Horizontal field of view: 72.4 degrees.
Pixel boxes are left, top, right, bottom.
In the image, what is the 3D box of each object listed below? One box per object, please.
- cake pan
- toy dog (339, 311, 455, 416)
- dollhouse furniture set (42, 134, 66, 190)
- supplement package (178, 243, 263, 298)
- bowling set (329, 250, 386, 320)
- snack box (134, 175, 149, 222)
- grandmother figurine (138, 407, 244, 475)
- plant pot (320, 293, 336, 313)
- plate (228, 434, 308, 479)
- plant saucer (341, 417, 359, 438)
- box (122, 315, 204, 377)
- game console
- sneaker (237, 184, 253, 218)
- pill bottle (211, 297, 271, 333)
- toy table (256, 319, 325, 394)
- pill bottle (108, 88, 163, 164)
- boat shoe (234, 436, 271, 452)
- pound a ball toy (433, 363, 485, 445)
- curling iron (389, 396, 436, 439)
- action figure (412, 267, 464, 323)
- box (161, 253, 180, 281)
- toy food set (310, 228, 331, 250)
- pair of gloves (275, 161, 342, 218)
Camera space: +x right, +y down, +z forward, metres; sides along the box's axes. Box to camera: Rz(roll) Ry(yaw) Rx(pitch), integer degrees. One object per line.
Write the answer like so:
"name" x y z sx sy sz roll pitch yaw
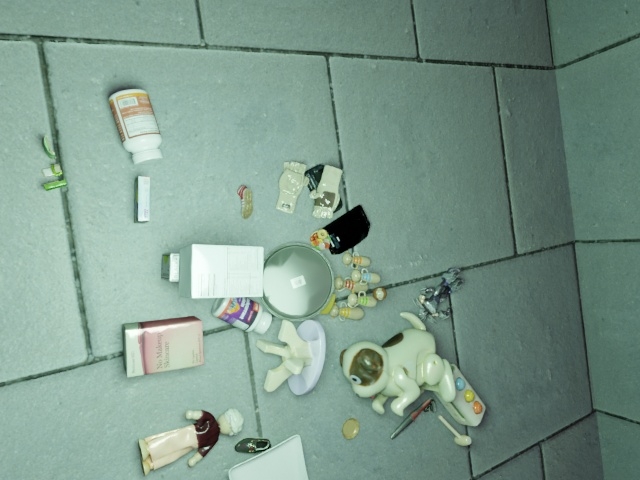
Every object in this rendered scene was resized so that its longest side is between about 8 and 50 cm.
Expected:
"cake pan" -0.089 0.150 1.610 0.292 0.054 0.294 1 82 -9
"toy dog" 0.284 0.494 1.726 0.407 0.284 0.396 1 87 -26
"dollhouse furniture set" -0.804 -0.227 1.284 0.058 0.076 0.152 -22 99 -27
"supplement package" -0.297 0.092 1.287 0.203 0.194 0.150 3 84 -29
"bowling set" 0.152 0.178 1.716 0.154 0.199 0.287 11 79 -26
"snack box" -0.569 -0.128 1.391 0.037 0.100 0.141 1 87 -29
"grandmother figurine" -0.417 0.646 1.454 0.342 0.104 0.208 -9 120 -31
"plant pot" 0.003 0.241 1.697 0.081 0.081 0.083 8 91 -27
"plate" -0.182 0.865 1.575 0.277 0.045 0.278 -16 106 -26
"plant saucer" 0.119 0.761 1.774 0.083 0.015 0.084 1 89 -28
"box" -0.502 0.333 1.397 0.232 0.126 0.149 -3 90 -28
"game console" 0.060 -0.135 1.760 0.213 0.044 0.362 -33 104 -27
"sneaker" -0.275 -0.142 1.587 0.042 0.067 0.119 -7 122 -30
"pill bottle" -0.271 0.254 1.532 0.193 0.108 0.108 32 74 -24
"toy table" -0.100 0.415 1.556 0.160 0.252 0.275 13 81 -41
"pill bottle" -0.577 -0.355 1.384 0.121 0.121 0.216 -19 97 -27
"boat shoe" -0.242 0.737 1.570 0.132 0.042 0.049 7 87 -26
"pound a ball toy" 0.620 0.737 1.949 0.319 0.135 0.208 53 53 -16
"curling iron" 0.411 0.782 1.916 0.274 0.035 0.068 -28 101 -26
"action figure" 0.528 0.251 1.965 0.285 0.099 0.185 -46 113 -18
"box" -0.367 0.091 1.454 0.289 0.169 0.087 3 87 -27
"toy food set" 0.000 0.000 1.709 0.083 0.020 0.083 -25 102 16
"pair of gloves" -0.042 -0.193 1.672 0.239 0.042 0.204 8 89 -4
